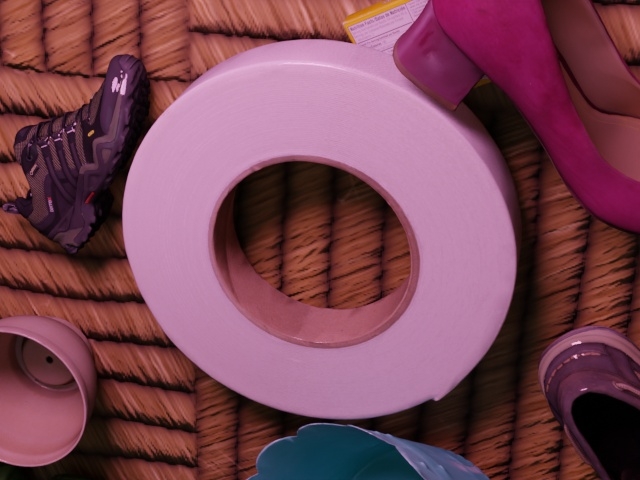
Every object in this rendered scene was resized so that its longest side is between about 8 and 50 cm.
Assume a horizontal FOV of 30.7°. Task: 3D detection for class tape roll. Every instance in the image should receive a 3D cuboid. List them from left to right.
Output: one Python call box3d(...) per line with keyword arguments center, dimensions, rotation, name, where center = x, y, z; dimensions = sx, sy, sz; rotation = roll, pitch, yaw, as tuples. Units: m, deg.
box3d(center=(0.000, 0.000, 1.133), dimensions=(0.392, 0.072, 0.392), rotation=(6, 118, 12), name="tape roll")

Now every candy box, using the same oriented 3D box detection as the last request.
box3d(center=(0.132, -0.190, 1.047), dimensions=(0.205, 0.027, 0.105), rotation=(-17, 113, 27), name="candy box")

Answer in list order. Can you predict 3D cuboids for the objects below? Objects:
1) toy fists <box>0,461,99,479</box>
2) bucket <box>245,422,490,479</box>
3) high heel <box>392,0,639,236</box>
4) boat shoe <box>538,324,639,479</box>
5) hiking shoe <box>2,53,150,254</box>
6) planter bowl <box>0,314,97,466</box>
box3d(center=(-0.348, 0.316, 1.348), dimensions=(0.279, 0.096, 0.142), rotation=(27, 108, 3), name="toy fists")
box3d(center=(0.054, 0.321, 1.152), dimensions=(0.281, 0.183, 0.281), rotation=(-8, 76, 32), name="bucket")
box3d(center=(0.252, -0.118, 0.963), dimensions=(0.377, 0.127, 0.181), rotation=(24, 147, -13), name="high heel")
box3d(center=(0.345, 0.242, 1.140), dimensions=(0.355, 0.130, 0.132), rotation=(41, 115, -6), name="boat shoe")
box3d(center=(-0.249, -0.094, 1.159), dimensions=(0.114, 0.086, 0.227), rotation=(26, 116, -2), name="hiking shoe")
box3d(center=(-0.309, 0.146, 1.259), dimensions=(0.162, 0.109, 0.162), rotation=(4, 113, 10), name="planter bowl")
